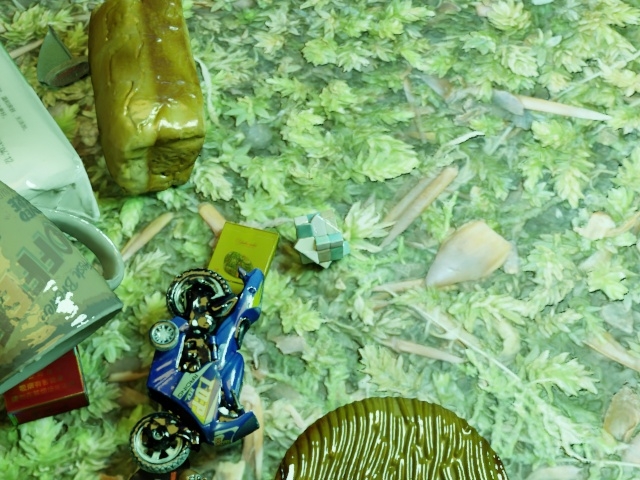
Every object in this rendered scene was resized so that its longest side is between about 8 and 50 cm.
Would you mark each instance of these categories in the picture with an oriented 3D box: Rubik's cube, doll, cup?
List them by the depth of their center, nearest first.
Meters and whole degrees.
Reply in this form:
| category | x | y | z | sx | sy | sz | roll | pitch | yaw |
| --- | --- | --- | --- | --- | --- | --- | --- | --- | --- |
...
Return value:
| category | x | y | z | sx | sy | sz | roll | pitch | yaw |
| --- | --- | --- | --- | --- | --- | --- | --- | --- | --- |
| cup | -0.391 | 0.033 | 1.623 | 0.301 | 0.227 | 0.257 | -31 | 89 | -50 |
| doll | -0.195 | 0.324 | 1.630 | 0.085 | 0.040 | 0.058 | 15 | 72 | -1 |
| Rubik's cube | -0.002 | 0.002 | 1.805 | 0.075 | 0.084 | 0.073 | -21 | 54 | 8 |

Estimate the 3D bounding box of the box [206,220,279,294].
| category | x | y | z | sx | sy | sz | roll | pitch | yaw |
| --- | --- | --- | --- | --- | --- | --- | --- | --- | --- |
| box | -0.122 | 0.047 | 1.814 | 0.087 | 0.023 | 0.155 | 12 | 59 | 12 |

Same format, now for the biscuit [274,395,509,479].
| category | x | y | z | sx | sy | sz | roll | pitch | yaw |
| --- | --- | --- | --- | --- | --- | --- | --- | --- | --- |
| biscuit | 0.093 | 0.345 | 1.610 | 0.318 | 0.040 | 0.318 | 0 | 59 | 1 |

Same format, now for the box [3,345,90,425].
| category | x | y | z | sx | sy | sz | roll | pitch | yaw |
| --- | --- | --- | --- | --- | --- | --- | --- | --- | --- |
| box | -0.393 | 0.160 | 1.735 | 0.112 | 0.048 | 0.175 | -16 | 59 | -8 |

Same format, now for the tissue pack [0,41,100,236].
| category | x | y | z | sx | sy | sz | roll | pitch | yaw |
| --- | --- | --- | --- | --- | --- | --- | --- | --- | --- |
| tissue pack | -0.527 | -0.128 | 1.835 | 0.266 | 0.194 | 0.356 | -29 | 63 | -16 |

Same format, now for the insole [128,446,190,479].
| category | x | y | z | sx | sy | sz | roll | pitch | yaw |
| --- | --- | --- | --- | --- | --- | --- | --- | --- | --- |
| insole | -0.255 | 0.364 | 1.630 | 0.080 | 0.003 | 0.232 | 29 | 63 | 18 |

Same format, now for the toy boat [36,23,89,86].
| category | x | y | z | sx | sy | sz | roll | pitch | yaw |
| --- | --- | --- | --- | --- | --- | --- | --- | --- | --- |
| toy boat | -0.437 | -0.304 | 2.043 | 0.096 | 0.034 | 0.122 | -29 | 53 | -16 |

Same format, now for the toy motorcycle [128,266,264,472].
| category | x | y | z | sx | sy | sz | roll | pitch | yaw |
| --- | --- | --- | --- | --- | --- | --- | --- | --- | --- |
| toy motorcycle | -0.151 | 0.173 | 1.685 | 0.169 | 0.113 | 0.315 | 9 | 61 | 4 |

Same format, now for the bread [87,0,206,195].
| category | x | y | z | sx | sy | sz | roll | pitch | yaw |
| --- | --- | --- | --- | --- | --- | --- | --- | --- | --- |
| bread | -0.278 | -0.241 | 1.902 | 0.149 | 0.195 | 0.344 | 0 | 55 | -22 |
